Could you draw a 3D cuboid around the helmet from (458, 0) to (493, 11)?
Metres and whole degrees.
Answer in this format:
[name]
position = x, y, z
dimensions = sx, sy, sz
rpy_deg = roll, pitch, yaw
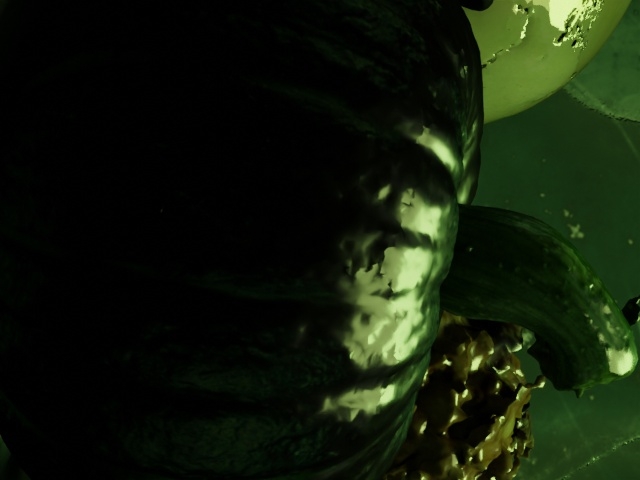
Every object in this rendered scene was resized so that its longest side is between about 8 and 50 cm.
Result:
[helmet]
position = 0.048, -0.200, 0.783
dimensions = 0.189, 0.193, 0.216
rpy_deg = 36, 39, -75

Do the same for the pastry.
[pastry]
position = -0.015, 0.065, 0.955
dimensions = 0.193, 0.275, 0.275
rpy_deg = -39, 168, -22

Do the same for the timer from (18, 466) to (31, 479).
[timer]
position = -0.129, 0.161, 1.055
dimensions = 0.266, 0.175, 0.175
rpy_deg = -26, 141, -64

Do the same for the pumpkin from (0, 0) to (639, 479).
[pumpkin]
position = 0.000, 0.000, 0.717
dimensions = 0.248, 0.248, 0.248
rpy_deg = 22, 90, -89

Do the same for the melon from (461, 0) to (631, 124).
[melon]
position = 0.064, -0.177, 1.025
dimensions = 0.317, 0.223, 0.223
rpy_deg = -68, 180, -65
